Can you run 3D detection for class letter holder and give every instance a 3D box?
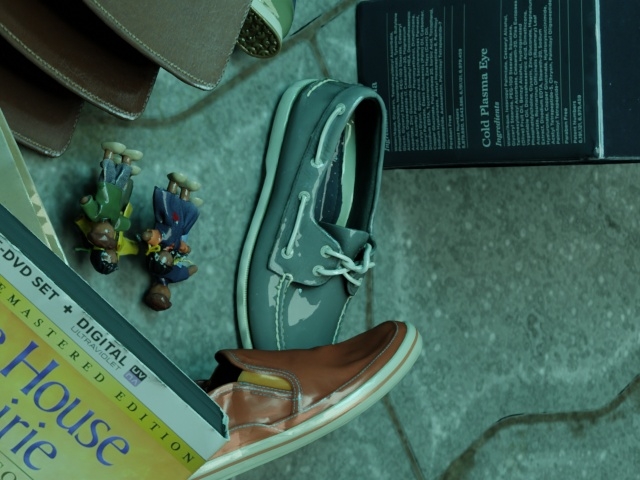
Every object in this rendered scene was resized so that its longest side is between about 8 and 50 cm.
[{"bbox_3d":[-0.211,-0.200,1.623,0.302,0.152,0.214,41,64,-55],"label":"letter holder"}]

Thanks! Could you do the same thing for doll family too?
[{"bbox_3d":[-0.160,-0.007,1.778,0.193,0.076,0.111,24,68,-44],"label":"doll family"}]

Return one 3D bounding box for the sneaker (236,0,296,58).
[{"bbox_3d":[-0.087,-0.267,1.864,0.192,0.064,0.086,53,41,-24],"label":"sneaker"}]

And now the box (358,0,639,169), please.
[{"bbox_3d":[0.265,-0.164,2.017,0.343,0.312,0.179,-3,91,-44],"label":"box"}]

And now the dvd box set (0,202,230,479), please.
[{"bbox_3d":[-0.318,0.173,1.420,0.420,0.062,0.307,-42,108,9],"label":"dvd box set"}]

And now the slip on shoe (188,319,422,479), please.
[{"bbox_3d":[-0.053,0.140,1.812,0.331,0.123,0.101,-23,96,-19],"label":"slip on shoe"}]

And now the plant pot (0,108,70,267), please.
[{"bbox_3d":[-0.296,0.031,1.545,0.191,0.284,0.284,-24,109,-6],"label":"plant pot"}]

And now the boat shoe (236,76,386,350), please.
[{"bbox_3d":[0.000,0.000,1.909,0.116,0.099,0.319,14,81,-46],"label":"boat shoe"}]
